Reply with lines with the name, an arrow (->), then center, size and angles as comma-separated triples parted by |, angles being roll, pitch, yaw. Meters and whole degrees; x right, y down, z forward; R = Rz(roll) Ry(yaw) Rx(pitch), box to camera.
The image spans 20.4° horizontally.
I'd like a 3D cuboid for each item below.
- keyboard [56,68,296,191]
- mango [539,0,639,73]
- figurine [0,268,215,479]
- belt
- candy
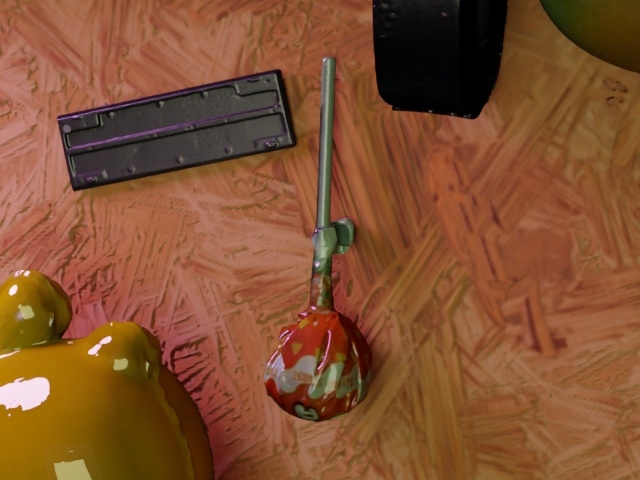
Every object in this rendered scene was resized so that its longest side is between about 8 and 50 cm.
keyboard -> -0.120, -0.090, 1.447 | 0.202, 0.011, 0.067 | -10, 97, 19
mango -> 0.274, -0.191, 1.247 | 0.251, 0.114, 0.156 | -16, 100, 19
figurine -> -0.241, 0.204, 1.421 | 0.340, 0.231, 0.324 | -26, 85, 25
belt -> 0.092, -0.188, 1.286 | 0.078, 0.151, 0.198 | 9, 123, 18
candy -> -0.001, 0.000, 1.399 | 0.084, 0.078, 0.288 | 2, 91, 30
